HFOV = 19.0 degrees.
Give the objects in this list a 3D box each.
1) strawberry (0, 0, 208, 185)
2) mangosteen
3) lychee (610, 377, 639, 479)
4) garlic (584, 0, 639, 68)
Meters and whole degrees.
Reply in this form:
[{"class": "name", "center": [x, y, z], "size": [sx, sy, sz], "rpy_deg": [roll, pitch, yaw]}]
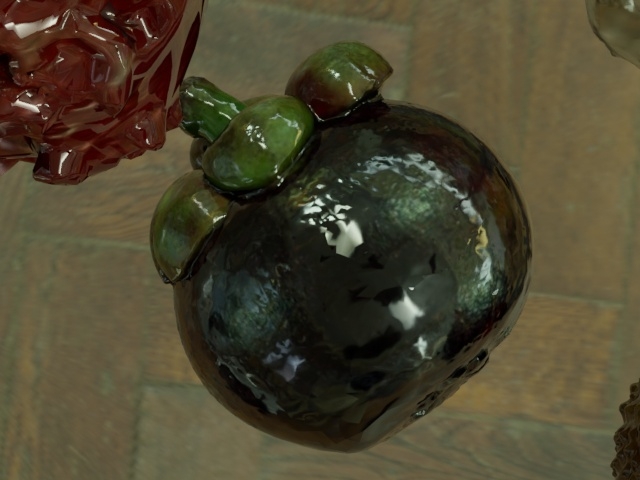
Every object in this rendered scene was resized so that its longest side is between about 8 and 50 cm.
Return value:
[{"class": "strawberry", "center": [-0.158, -0.131, 0.683], "size": [0.220, 0.274, 0.274], "rpy_deg": [-27, 94, -24]}, {"class": "mangosteen", "center": [0.010, 0.011, 1.476], "size": [0.300, 0.300, 0.300], "rpy_deg": [0, 88, -13]}, {"class": "lychee", "center": [0.343, 0.189, 1.440], "size": [0.267, 0.267, 0.267], "rpy_deg": [0, 88, -13]}, {"class": "garlic", "center": [0.189, -0.069, 0.625], "size": [0.217, 0.228, 0.110], "rpy_deg": [24, 105, 14]}]
